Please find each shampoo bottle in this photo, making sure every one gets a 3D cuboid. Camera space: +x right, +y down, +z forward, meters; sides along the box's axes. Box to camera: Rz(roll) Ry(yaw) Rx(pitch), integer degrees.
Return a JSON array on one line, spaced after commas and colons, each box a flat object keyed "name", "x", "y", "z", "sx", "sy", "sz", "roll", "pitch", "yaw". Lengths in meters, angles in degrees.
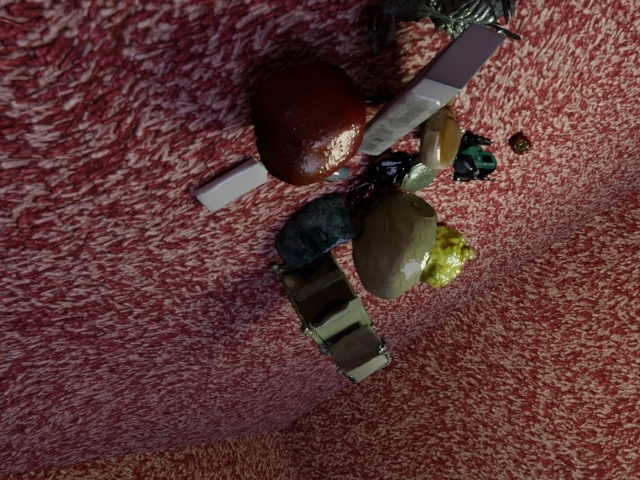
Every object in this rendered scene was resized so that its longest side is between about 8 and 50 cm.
[{"name": "shampoo bottle", "x": -0.005, "y": -0.198, "z": 1.357, "sx": 0.214, "sy": 0.072, "sz": 0.072, "roll": 5, "pitch": 136, "yaw": -47}]

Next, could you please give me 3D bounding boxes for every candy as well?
[{"name": "candy", "x": 0.141, "y": 0.400, "z": 1.781, "sx": 0.195, "sy": 0.137, "sz": 0.185, "roll": -31, "pitch": 150, "yaw": -1}]

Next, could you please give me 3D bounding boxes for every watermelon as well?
[{"name": "watermelon", "x": 0.000, "y": 0.000, "z": 1.621, "sx": 0.226, "sy": 0.148, "sz": 0.318, "roll": -3, "pitch": 145, "yaw": -52}]

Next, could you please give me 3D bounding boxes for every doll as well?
[{"name": "doll", "x": 0.180, "y": -0.191, "z": 1.532, "sx": 0.127, "sy": 0.088, "sz": 0.249, "roll": -31, "pitch": 170, "yaw": -45}]

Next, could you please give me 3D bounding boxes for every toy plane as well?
[{"name": "toy plane", "x": 0.452, "y": -0.267, "z": 1.600, "sx": 0.382, "sy": 0.155, "sz": 0.106, "roll": -1, "pitch": -176, "yaw": -37}]

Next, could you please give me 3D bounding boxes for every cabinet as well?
[{"name": "cabinet", "x": 0.007, "y": 0.202, "z": 1.788, "sx": 0.227, "sy": 0.290, "sz": 0.318, "roll": -29, "pitch": 151, "yaw": 1}]

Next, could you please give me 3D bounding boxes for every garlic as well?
[{"name": "garlic", "x": 0.323, "y": -0.304, "z": 1.398, "sx": 0.110, "sy": 0.217, "sz": 0.228, "roll": 8, "pitch": 174, "yaw": 30}]

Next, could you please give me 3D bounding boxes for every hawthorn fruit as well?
[{"name": "hawthorn fruit", "x": 0.006, "y": -0.252, "z": 1.080, "sx": 0.300, "sy": 0.254, "sz": 0.254, "roll": -15, "pitch": 150, "yaw": -8}]

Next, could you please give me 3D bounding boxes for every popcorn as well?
[{"name": "popcorn", "x": 0.484, "y": 0.066, "z": 2.075, "sx": 0.250, "sy": 0.242, "sz": 0.235, "roll": -34, "pitch": 127, "yaw": -8}]

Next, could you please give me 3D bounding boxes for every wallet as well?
[{"name": "wallet", "x": -0.222, "y": -0.141, "z": 1.285, "sx": 0.190, "sy": 0.033, "sz": 0.095, "roll": -29, "pitch": 154, "yaw": 0}]

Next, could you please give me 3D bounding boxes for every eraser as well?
[{"name": "eraser", "x": 0.218, "y": -0.317, "z": 1.129, "sx": 0.213, "sy": 0.082, "sz": 0.397, "roll": -48, "pitch": -173, "yaw": -16}]

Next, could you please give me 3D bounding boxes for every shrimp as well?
[{"name": "shrimp", "x": 0.290, "y": -0.489, "z": 1.075, "sx": 0.410, "sy": 0.166, "sz": 0.221, "roll": -5, "pitch": 173, "yaw": -15}]

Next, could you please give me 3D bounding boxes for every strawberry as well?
[{"name": "strawberry", "x": 0.710, "y": -0.337, "z": 1.794, "sx": 0.073, "sy": 0.073, "sz": 0.083, "roll": -36, "pitch": 176, "yaw": 12}]

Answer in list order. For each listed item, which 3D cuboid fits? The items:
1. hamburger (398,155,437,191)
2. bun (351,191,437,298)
[{"name": "hamburger", "x": 0.310, "y": -0.214, "z": 1.627, "sx": 0.140, "sy": 0.062, "sz": 0.133, "roll": 3, "pitch": 134, "yaw": -42}, {"name": "bun", "x": 0.212, "y": -0.001, "z": 1.642, "sx": 0.202, "sy": 0.364, "sz": 0.364, "roll": 24, "pitch": 130, "yaw": -13}]
